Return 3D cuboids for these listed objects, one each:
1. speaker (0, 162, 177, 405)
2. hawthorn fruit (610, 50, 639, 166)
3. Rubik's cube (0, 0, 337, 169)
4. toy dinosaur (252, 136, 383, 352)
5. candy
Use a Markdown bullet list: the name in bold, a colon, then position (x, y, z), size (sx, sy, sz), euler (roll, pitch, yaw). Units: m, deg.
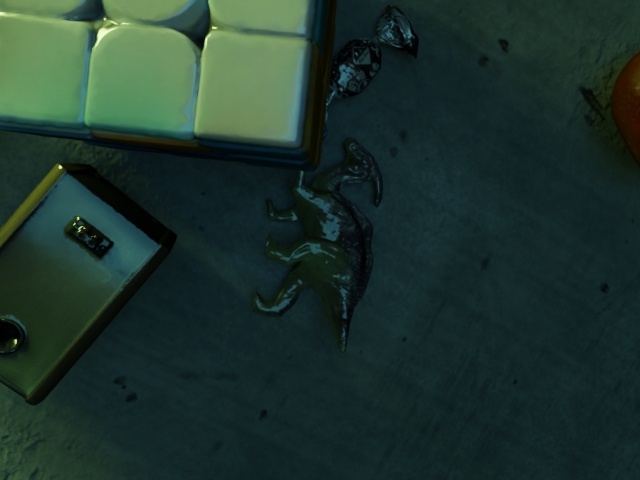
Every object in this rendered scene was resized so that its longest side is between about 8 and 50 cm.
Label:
- **speaker**: position (-0.306, 0.042, 0.706), size (0.153, 0.192, 0.231), euler (41, 90, -13)
- **hawthorn fruit**: position (0.517, -0.165, 0.845), size (0.197, 0.196, 0.225), euler (-26, 130, -6)
- **Rubik's cube**: position (-0.132, -0.234, 0.629), size (0.291, 0.291, 0.291), euler (7, 94, 3)
- **toy dinosaur**: position (0.002, -0.001, 0.812), size (0.162, 0.077, 0.294), euler (8, 95, -12)
- **candy**: position (0.043, -0.224, 0.811), size (0.094, 0.051, 0.226), euler (42, 90, -22)
